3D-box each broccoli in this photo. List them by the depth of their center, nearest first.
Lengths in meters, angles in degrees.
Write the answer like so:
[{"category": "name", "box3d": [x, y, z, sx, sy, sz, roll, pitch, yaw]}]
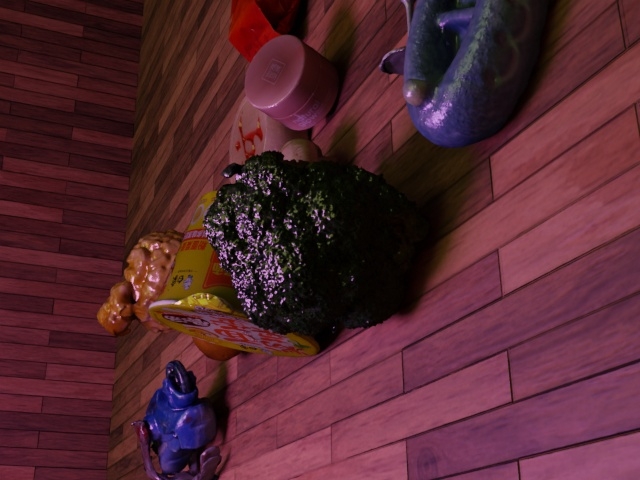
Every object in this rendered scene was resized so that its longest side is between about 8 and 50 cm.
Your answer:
[{"category": "broccoli", "box3d": [0.000, 0.000, 1.280, 0.283, 0.321, 0.304, -52, -29, -54]}]

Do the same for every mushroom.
[{"category": "mushroom", "box3d": [-0.024, -0.113, 1.542, 0.148, 0.112, 0.148, 174, 90, -89]}]

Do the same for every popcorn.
[{"category": "popcorn", "box3d": [-0.395, 0.116, 2.159, 0.225, 0.332, 0.265, 46, 164, 25]}]

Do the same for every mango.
[{"category": "mango", "box3d": [-0.221, 0.173, 1.896, 0.236, 0.136, 0.166, -151, 68, -72]}]

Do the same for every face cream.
[{"category": "face cream", "box3d": [-0.053, -0.290, 1.622, 0.149, 0.104, 0.149, -17, 62, 35]}]

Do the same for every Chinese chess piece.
[{"category": "Chinese chess piece", "box3d": [-0.109, -0.189, 1.801, 0.249, 0.103, 0.250, -173, 90, -67]}]

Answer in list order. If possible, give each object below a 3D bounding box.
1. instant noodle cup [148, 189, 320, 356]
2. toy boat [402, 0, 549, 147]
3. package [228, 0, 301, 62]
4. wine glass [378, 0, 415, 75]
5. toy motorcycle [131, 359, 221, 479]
[{"category": "instant noodle cup", "box3d": [-0.127, 0.057, 1.527, 0.311, 0.311, 0.222, -28, 47, 63]}, {"category": "toy boat", "box3d": [0.174, -0.282, 1.091, 0.215, 0.123, 0.330, 25, 104, 61]}, {"category": "package", "box3d": [-0.112, -0.586, 1.933, 0.196, 0.123, 0.424, 143, 133, -63]}, {"category": "wine glass", "box3d": [0.125, -0.334, 1.264, 0.122, 0.122, 0.183, 148, 126, -62]}, {"category": "toy motorcycle", "box3d": [-0.300, 0.433, 2.004, 0.182, 0.241, 0.319, -46, -13, -42]}]
